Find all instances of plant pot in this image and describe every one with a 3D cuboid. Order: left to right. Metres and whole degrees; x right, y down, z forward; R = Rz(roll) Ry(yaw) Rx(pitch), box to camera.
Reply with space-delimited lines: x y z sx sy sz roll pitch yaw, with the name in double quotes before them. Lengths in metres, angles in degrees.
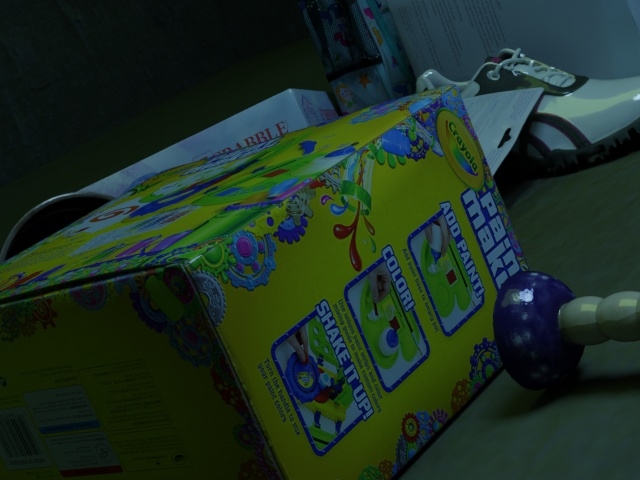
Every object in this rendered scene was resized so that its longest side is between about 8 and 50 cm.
"plant pot" -0.243 0.046 1.300 0.167 0.167 0.165 -29 6 -25

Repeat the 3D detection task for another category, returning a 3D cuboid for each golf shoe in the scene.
"golf shoe" 0.205 -0.127 1.288 0.272 0.120 0.105 -12 15 36

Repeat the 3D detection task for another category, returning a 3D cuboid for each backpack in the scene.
"backpack" 0.109 -0.234 1.603 0.191 0.254 0.225 -5 18 43

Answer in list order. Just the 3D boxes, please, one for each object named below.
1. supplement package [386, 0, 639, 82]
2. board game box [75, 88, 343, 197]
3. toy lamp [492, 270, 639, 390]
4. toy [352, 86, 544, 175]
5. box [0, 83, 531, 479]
"supplement package" 0.252 -0.224 1.414 0.262 0.199 0.198 -12 16 42
"board game box" -0.120 -0.084 1.618 0.318 0.066 0.318 -25 -1 15
"toy lamp" 0.216 0.032 0.697 0.274 0.080 0.080 -13 16 42
"toy" 0.096 -0.073 1.287 0.237 0.056 0.137 0 45 41
"box" -0.061 0.053 0.874 0.290 0.177 0.279 -13 16 42
